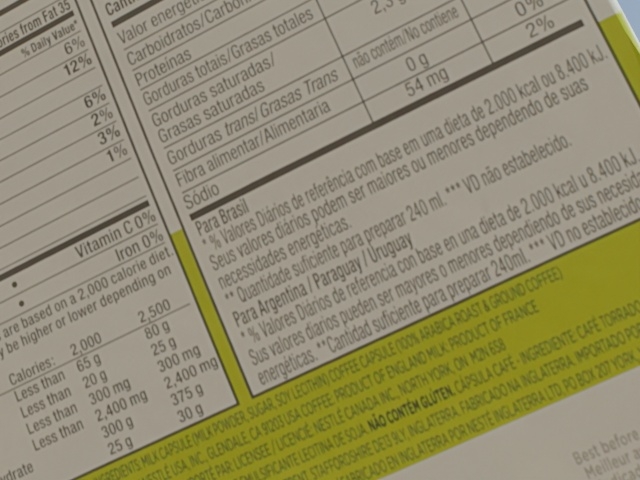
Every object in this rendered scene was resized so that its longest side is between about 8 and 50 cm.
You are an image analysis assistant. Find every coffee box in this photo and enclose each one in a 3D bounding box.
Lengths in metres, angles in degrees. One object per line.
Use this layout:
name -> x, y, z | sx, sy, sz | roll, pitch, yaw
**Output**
coffee box -> 0.000, 0.000, 0.550 | 0.335, 0.338, 0.337 | 66, 11, 12
